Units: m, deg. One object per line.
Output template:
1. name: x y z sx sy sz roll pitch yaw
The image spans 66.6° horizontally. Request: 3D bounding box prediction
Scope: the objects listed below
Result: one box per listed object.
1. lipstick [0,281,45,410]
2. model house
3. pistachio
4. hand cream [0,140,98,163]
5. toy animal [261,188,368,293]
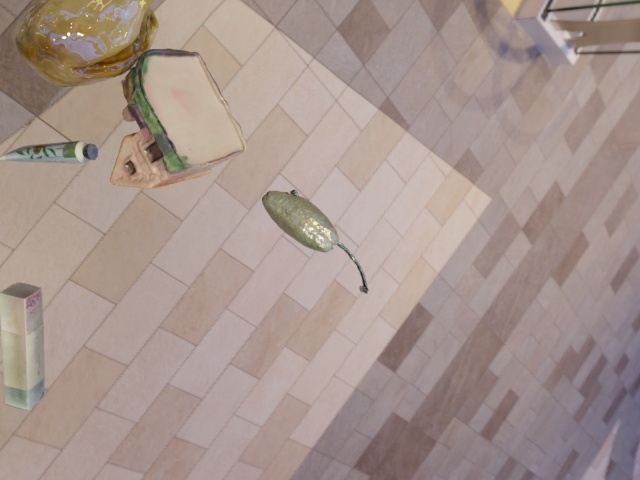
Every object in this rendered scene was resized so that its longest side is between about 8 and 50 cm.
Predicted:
1. lipstick: -0.715 0.258 1.172 0.068 0.066 0.317 13 111 5
2. model house: -0.327 -0.223 0.988 0.202 0.237 0.237 -40 105 -52
3. pistachio: -0.450 -0.412 0.952 0.197 0.166 0.288 37 59 3
4. hand cream: -0.715 -0.229 1.277 0.091 0.271 0.058 -69 156 -56
5. toy animal: 0.007 0.000 0.821 0.253 0.079 0.070 41 100 -13
